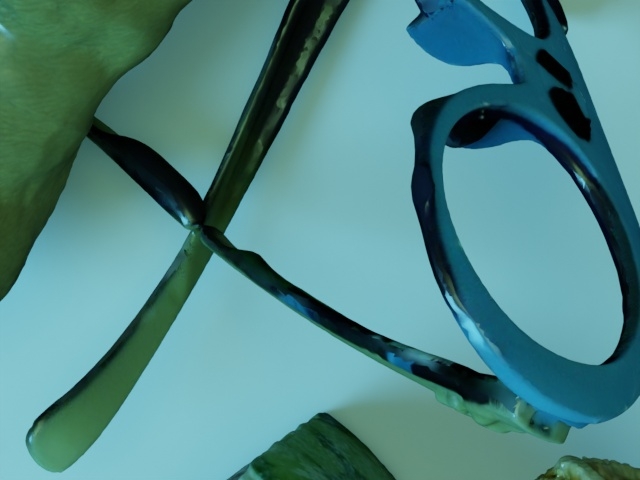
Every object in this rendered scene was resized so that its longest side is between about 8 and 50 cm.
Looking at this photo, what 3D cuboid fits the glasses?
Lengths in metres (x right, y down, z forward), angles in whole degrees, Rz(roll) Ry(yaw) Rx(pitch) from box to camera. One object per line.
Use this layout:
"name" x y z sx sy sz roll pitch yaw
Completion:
"glasses" -0.010 -0.022 0.501 0.207 0.102 0.239 -18 50 4

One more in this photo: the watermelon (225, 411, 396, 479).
"watermelon" -0.018 0.124 0.547 0.098 0.121 0.158 57 132 19

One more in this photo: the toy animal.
"toy animal" -0.095 -0.057 0.501 0.101 0.103 0.218 30 99 -22

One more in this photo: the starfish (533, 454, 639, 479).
"starfish" 0.134 0.099 0.493 0.210 0.150 0.053 39 63 -37
